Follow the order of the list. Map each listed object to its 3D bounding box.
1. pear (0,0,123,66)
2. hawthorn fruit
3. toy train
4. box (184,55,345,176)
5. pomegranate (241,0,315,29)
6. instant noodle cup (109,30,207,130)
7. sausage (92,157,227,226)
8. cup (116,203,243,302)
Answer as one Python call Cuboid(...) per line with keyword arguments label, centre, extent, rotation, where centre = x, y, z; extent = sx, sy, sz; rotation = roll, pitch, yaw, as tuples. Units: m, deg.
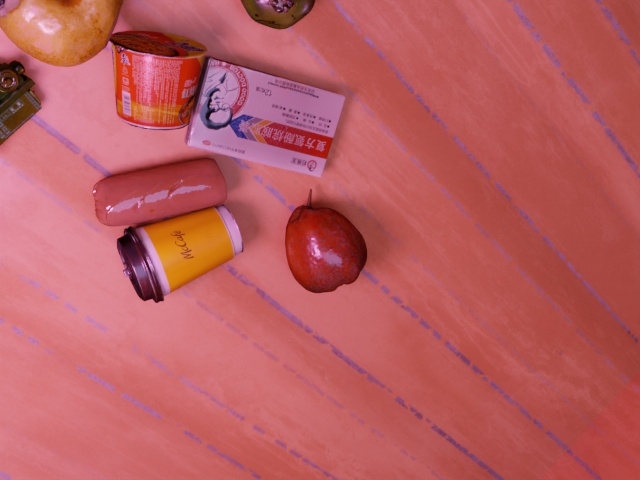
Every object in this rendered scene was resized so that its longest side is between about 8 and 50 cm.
Cuboid(label="pear", centre=(-0.519, -0.477, 1.437), extent=(0.271, 0.271, 0.271), rotation=(-7, 112, -18))
Cuboid(label="hawthorn fruit", centre=(0.000, 0.000, 1.855), extent=(0.210, 0.210, 0.263), rotation=(-25, 94, -10))
Cuboid(label="toy train", centre=(-0.691, -0.272, 1.523), extent=(0.225, 0.090, 0.137), rotation=(-47, 138, -14))
Cuboid(label="box", centre=(-0.133, -0.296, 1.760), extent=(0.353, 0.069, 0.215), rotation=(12, 105, -22))
Cuboid(label="pomegranate", centre=(-0.092, -0.551, 1.596), extent=(0.179, 0.210, 0.180), rotation=(-3, 119, -5))
Cuboid(label="instant noodle cup", centre=(-0.361, -0.348, 1.585), extent=(0.213, 0.213, 0.174), rotation=(1, 117, -21))
Cuboid(label="sausage", centre=(-0.379, -0.113, 1.703), extent=(0.304, 0.121, 0.121), rotation=(-13, 114, -16))
Cuboid(label="cup", centre=(-0.336, 0.023, 1.742), extent=(0.279, 0.196, 0.197), rotation=(-23, 116, -19))
